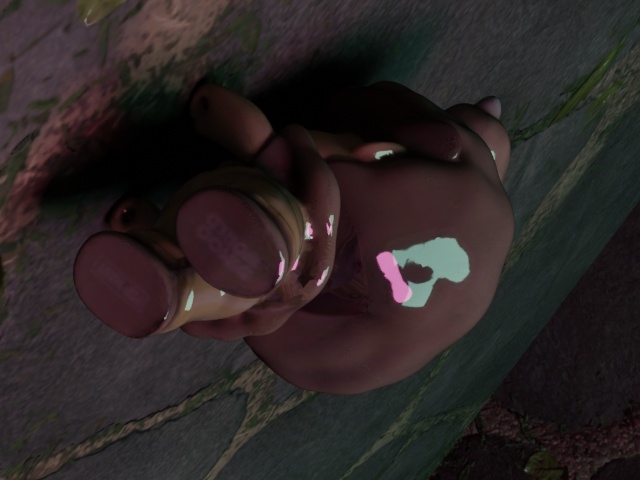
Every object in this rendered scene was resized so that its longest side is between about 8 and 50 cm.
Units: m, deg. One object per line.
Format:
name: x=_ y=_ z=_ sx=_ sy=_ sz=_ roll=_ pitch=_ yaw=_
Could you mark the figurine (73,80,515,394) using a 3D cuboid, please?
figurine: x=-0.001 y=0.000 z=0.913 sx=0.248 sy=0.203 sz=0.380 roll=-50 pitch=161 yaw=19
